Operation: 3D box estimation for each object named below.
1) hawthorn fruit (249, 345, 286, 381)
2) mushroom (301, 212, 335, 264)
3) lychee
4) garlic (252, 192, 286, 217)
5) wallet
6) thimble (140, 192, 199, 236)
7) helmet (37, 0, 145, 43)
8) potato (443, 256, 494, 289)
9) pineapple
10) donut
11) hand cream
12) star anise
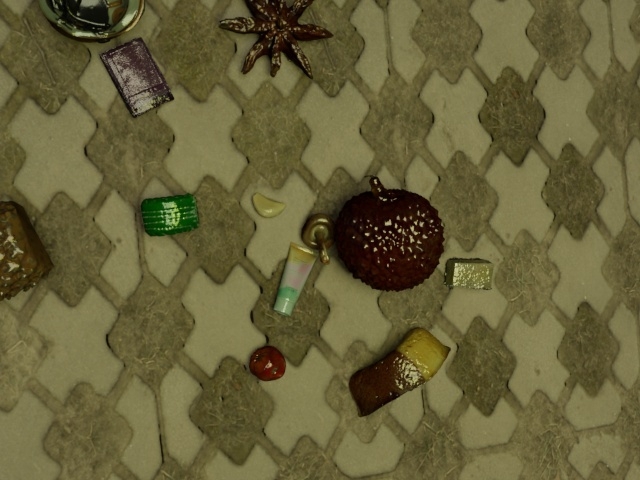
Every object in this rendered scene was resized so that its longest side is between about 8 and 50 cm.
[{"bbox_3d":[-0.124,0.300,1.744,0.093,0.093,0.093,0,90,-15],"label":"hawthorn fruit"},{"bbox_3d":[-0.001,0.002,1.773,0.088,0.073,0.130,-8,75,-4],"label":"mushroom"},{"bbox_3d":[0.162,-0.015,1.722,0.264,0.264,0.300,-25,114,-13],"label":"lychee"},{"bbox_3d":[-0.130,-0.083,1.759,0.083,0.041,0.053,27,78,-6],"label":"garlic"},{"bbox_3d":[-0.427,-0.381,1.684,0.111,0.030,0.166,-30,97,-12],"label":"wallet"},{"bbox_3d":[-0.343,-0.060,1.664,0.130,0.118,0.090,-6,96,4],"label":"thimble"},{"bbox_3d":[-0.515,-0.532,1.612,0.224,0.130,0.199,-7,94,-25],"label":"helmet"},{"bbox_3d":[0.388,0.089,1.884,0.122,0.061,0.086,3,92,-14],"label":"potato"},{"bbox_3d":[-0.755,0.071,1.523,0.361,0.202,0.202,-31,98,-5],"label":"pineapple"},{"bbox_3d":[0.196,0.319,1.794,0.295,0.151,0.112,-38,89,-11],"label":"donut"},{"bbox_3d":[-0.068,0.097,1.777,0.076,0.047,0.174,23,76,-12],"label":"hand cream"},{"bbox_3d":[-0.106,-0.507,1.742,0.288,0.088,0.289,-1,93,-14],"label":"star anise"}]
